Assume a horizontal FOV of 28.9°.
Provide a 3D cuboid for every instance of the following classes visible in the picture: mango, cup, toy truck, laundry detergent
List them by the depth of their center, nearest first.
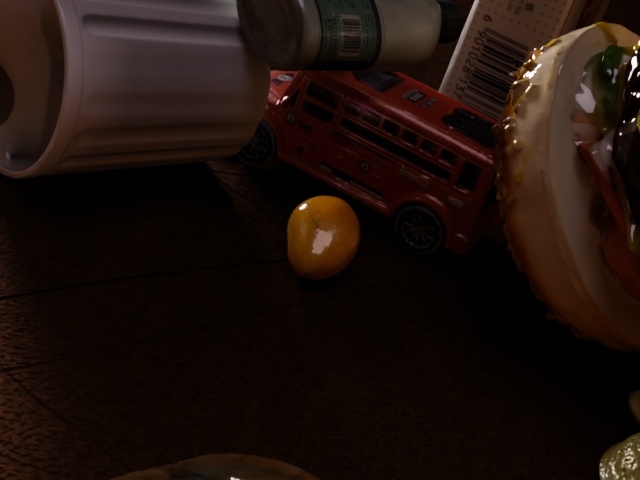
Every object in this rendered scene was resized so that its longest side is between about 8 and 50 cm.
[{"bbox_3d":[0.000,0.000,0.971,0.060,0.046,0.089,20,42,7],"label":"mango"},{"bbox_3d":[-0.172,-0.153,1.004,0.202,0.167,0.221,-4,45,-41],"label":"cup"},{"bbox_3d":[0.038,-0.185,1.030,0.226,0.070,0.099,-9,57,-44],"label":"laundry detergent"},{"bbox_3d":[0.045,-0.092,1.075,0.253,0.114,0.107,30,32,16],"label":"toy truck"}]

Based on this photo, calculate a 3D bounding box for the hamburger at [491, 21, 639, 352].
[{"bbox_3d":[0.274,-0.051,0.969,0.225,0.291,0.291,-10,6,43],"label":"hamburger"}]

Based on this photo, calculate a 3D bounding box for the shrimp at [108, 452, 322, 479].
[{"bbox_3d":[-0.076,0.164,0.632,0.145,0.059,0.254,33,32,29],"label":"shrimp"}]

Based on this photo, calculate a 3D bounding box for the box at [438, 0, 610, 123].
[{"bbox_3d":[0.230,-0.253,1.234,0.095,0.330,0.210,28,30,16],"label":"box"}]

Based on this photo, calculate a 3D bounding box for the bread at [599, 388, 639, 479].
[{"bbox_3d":[0.261,0.148,0.851,0.149,0.065,0.187,6,33,-13],"label":"bread"}]
